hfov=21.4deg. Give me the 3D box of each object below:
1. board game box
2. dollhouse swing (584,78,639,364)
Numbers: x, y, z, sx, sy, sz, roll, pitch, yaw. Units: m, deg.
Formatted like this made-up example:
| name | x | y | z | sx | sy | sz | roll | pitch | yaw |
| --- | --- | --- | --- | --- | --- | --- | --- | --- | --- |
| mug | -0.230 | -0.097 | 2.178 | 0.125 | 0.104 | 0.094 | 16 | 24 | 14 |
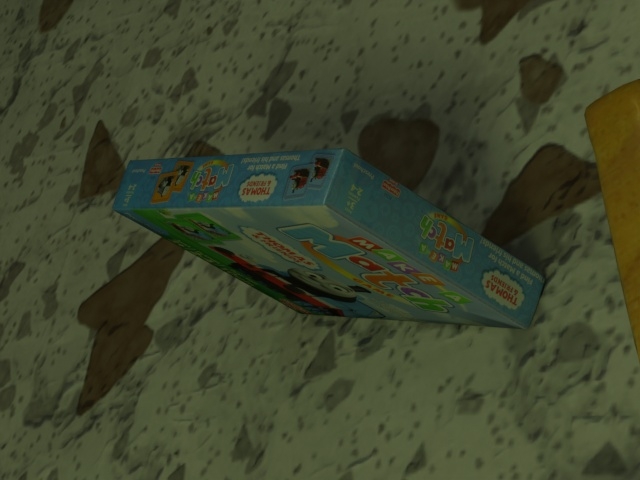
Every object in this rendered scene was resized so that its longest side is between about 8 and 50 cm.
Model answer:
| name | x | y | z | sx | sy | sz | roll | pitch | yaw |
| --- | --- | --- | --- | --- | --- | --- | --- | --- | --- |
| board game box | 0.000 | 0.000 | 0.975 | 0.211 | 0.160 | 0.039 | -1 | 64 | 53 |
| dollhouse swing | 0.283 | 0.065 | 0.466 | 0.346 | 0.315 | 0.305 | -29 | 32 | 36 |
